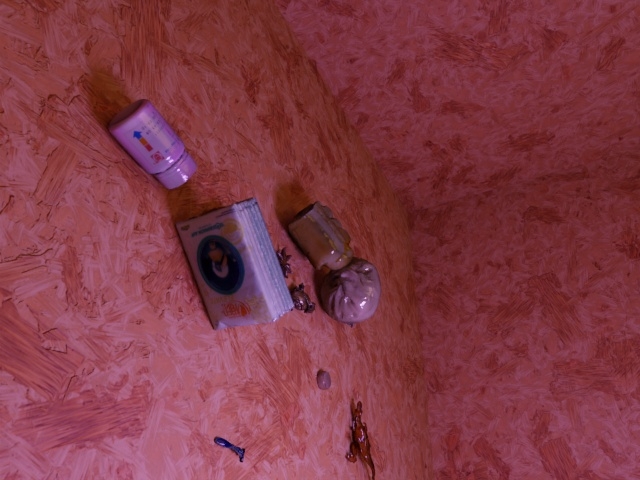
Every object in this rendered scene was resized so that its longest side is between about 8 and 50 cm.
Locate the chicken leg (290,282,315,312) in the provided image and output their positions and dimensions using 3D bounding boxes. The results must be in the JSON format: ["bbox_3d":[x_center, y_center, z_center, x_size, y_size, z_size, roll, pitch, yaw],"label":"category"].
[{"bbox_3d":[-0.069,0.279,2.109,0.196,0.081,0.125,55,18,-38],"label":"chicken leg"}]

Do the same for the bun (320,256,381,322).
[{"bbox_3d":[0.127,0.236,2.275,0.235,0.326,0.361,24,37,-33],"label":"bun"}]

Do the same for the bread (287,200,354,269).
[{"bbox_3d":[0.000,0.000,2.201,0.341,0.210,0.300,49,23,-10],"label":"bread"}]

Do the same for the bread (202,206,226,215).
[{"bbox_3d":[-0.347,-0.073,1.731,0.233,0.076,0.104,17,63,-64],"label":"bread"}]

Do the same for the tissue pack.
[{"bbox_3d":[-0.279,0.081,1.522,0.162,0.287,0.387,-28,101,-54],"label":"tissue pack"}]

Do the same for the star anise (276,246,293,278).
[{"bbox_3d":[-0.166,0.097,2.048,0.141,0.042,0.141,40,44,-54],"label":"star anise"}]

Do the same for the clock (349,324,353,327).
[{"bbox_3d":[0.150,0.344,2.474,0.236,0.053,0.236,-178,-90,-87],"label":"clock"}]

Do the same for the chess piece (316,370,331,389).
[{"bbox_3d":[0.016,0.636,2.120,0.084,0.038,0.083,41,42,-53],"label":"chess piece"}]

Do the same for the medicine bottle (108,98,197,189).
[{"bbox_3d":[-0.506,-0.289,1.429,0.254,0.152,0.152,54,31,-38],"label":"medicine bottle"}]

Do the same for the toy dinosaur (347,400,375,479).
[{"bbox_3d":[0.198,1.002,2.228,0.208,0.097,0.431,18,63,-72],"label":"toy dinosaur"}]

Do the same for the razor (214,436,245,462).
[{"bbox_3d":[-0.281,0.659,1.486,0.154,0.028,0.044,54,32,-39],"label":"razor"}]
